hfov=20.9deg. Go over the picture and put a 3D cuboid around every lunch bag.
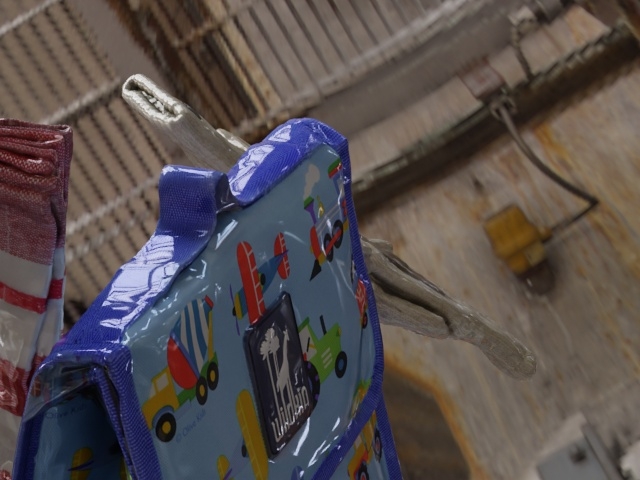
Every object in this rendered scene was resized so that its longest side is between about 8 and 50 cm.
[{"bbox_3d":[-0.053,0.094,0.793,0.138,0.221,0.293,12,-58,22],"label":"lunch bag"}]

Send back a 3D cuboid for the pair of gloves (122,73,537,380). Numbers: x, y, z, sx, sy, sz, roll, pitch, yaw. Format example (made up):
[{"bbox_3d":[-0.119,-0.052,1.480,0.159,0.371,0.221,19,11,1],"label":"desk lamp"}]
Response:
[{"bbox_3d":[0.000,0.000,1.012,0.042,0.240,0.204,-55,-42,2],"label":"pair of gloves"}]

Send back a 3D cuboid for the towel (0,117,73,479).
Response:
[{"bbox_3d":[-0.240,0.064,0.819,0.237,0.037,0.329,6,-46,-4],"label":"towel"}]
